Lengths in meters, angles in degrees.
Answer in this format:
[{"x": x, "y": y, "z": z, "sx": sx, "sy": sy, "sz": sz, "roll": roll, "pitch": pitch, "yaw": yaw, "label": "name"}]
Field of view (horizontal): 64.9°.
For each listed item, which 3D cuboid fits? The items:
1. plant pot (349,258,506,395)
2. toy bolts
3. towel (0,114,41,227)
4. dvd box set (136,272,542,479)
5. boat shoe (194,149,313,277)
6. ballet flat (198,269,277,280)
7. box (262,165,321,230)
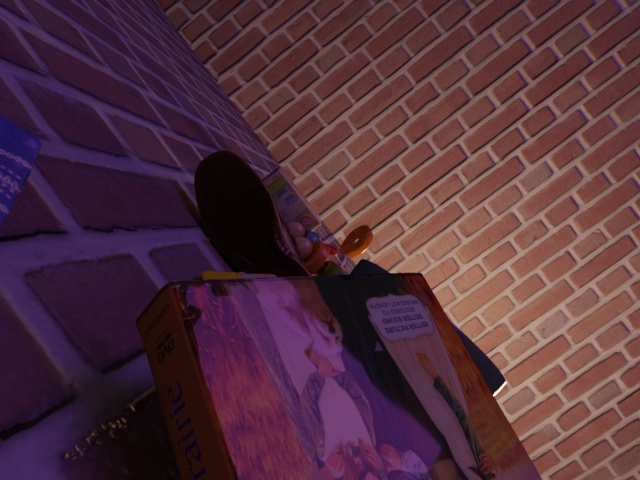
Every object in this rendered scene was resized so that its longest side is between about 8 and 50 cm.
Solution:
[{"x": 0.108, "y": 0.197, "z": 0.793, "sx": 0.290, "sy": 0.195, "sz": 0.290, "roll": 43, "pitch": -6, "yaw": 5, "label": "plant pot"}, {"x": 0.000, "y": 0.000, "z": 1.353, "sx": 0.158, "sy": 0.218, "sz": 0.228, "roll": 44, "pitch": -9, "yaw": -21, "label": "toy bolts"}, {"x": -0.276, "y": -0.060, "z": 0.255, "sx": 0.243, "sy": 0.040, "sz": 0.336, "roll": 47, "pitch": 8, "yaw": -35, "label": "towel"}, {"x": 0.072, "y": 0.214, "z": 0.361, "sx": 0.307, "sy": 0.062, "sz": 0.420, "roll": 3, "pitch": 52, "yaw": -44, "label": "dvd box set"}, {"x": -0.102, "y": 0.007, "z": 0.874, "sx": 0.342, "sy": 0.123, "sz": 0.123, "roll": 55, "pitch": -4, "yaw": 2, "label": "boat shoe"}, {"x": -0.074, "y": 0.091, "z": 0.719, "sx": 0.231, "sy": 0.077, "sz": 0.077, "roll": 47, "pitch": 9, "yaw": -42, "label": "ballet flat"}, {"x": -0.100, "y": -0.103, "z": 1.481, "sx": 0.203, "sy": 0.114, "sz": 0.103, "roll": 53, "pitch": 6, "yaw": -12, "label": "box"}]
